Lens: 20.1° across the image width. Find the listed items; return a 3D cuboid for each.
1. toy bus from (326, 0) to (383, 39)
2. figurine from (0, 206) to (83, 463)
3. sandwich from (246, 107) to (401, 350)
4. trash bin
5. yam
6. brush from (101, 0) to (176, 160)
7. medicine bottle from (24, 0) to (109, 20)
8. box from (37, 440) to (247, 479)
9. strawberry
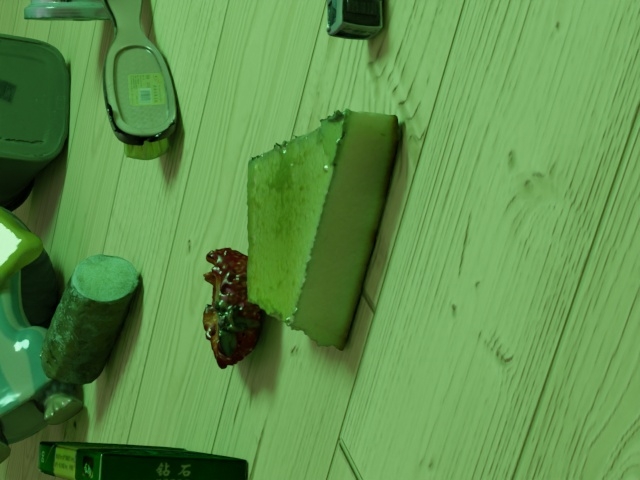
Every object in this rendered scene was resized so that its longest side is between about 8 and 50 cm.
[{"bbox_3d":[0.024,-0.213,1.352,0.052,0.037,0.131,142,130,-65],"label":"toy bus"},{"bbox_3d":[-0.406,0.136,2.273,0.361,0.266,0.378,57,178,20],"label":"figurine"},{"bbox_3d":[0.000,0.000,1.344,0.193,0.058,0.162,156,115,-65],"label":"sandwich"},{"bbox_3d":[-0.454,-0.158,2.367,0.250,0.219,0.220,-24,64,59],"label":"trash bin"},{"bbox_3d":[-0.252,0.087,1.954,0.179,0.078,0.078,119,149,-49],"label":"yam"},{"bbox_3d":[-0.202,-0.190,1.914,0.313,0.072,0.067,-105,15,-45],"label":"brush"},{"bbox_3d":[-0.293,-0.467,2.073,0.108,0.108,0.426,-167,75,-69],"label":"medicine bottle"},{"bbox_3d":[-0.165,0.202,1.619,0.235,0.132,0.034,169,104,-69],"label":"box"},{"bbox_3d":[-0.074,0.056,1.541,0.152,0.048,0.104,-137,47,-81],"label":"strawberry"}]
